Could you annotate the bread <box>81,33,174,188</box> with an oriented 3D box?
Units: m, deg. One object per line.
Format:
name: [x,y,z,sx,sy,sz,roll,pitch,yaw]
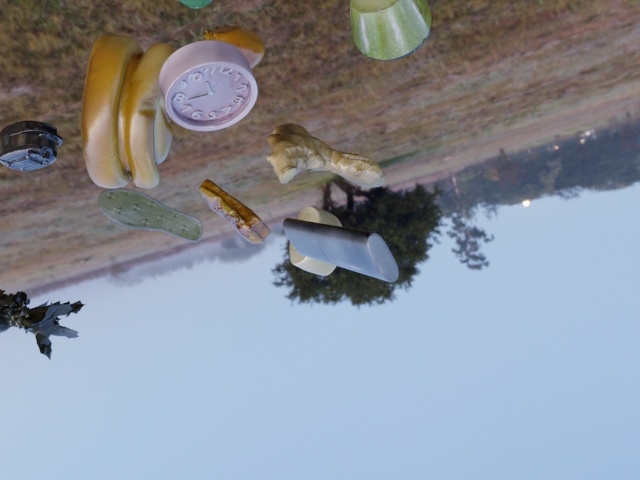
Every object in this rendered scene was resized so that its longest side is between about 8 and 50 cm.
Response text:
bread: [-0.548,-0.359,1.520,0.245,0.424,0.329,3,-166,-24]

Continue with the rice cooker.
rice cooker: [-0.738,-0.237,1.342,0.165,0.106,0.112,-7,167,25]

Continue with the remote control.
remote control: [0.027,0.010,1.106,0.044,0.107,0.377,-33,-161,-20]

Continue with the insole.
insole: [-0.474,-0.068,1.512,0.322,0.109,0.007,22,161,-38]

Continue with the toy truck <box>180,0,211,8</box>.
toy truck: [-0.281,-0.530,1.029,0.125,0.101,0.242,1,-142,-29]

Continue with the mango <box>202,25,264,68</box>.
mango: [-0.254,-0.572,1.583,0.154,0.126,0.252,25,-148,16]

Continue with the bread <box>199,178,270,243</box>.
bread: [-0.274,-0.091,1.655,0.077,0.271,0.139,-48,151,-8]

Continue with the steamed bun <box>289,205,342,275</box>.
steamed bun: [0.000,0.000,2.024,0.200,0.250,0.155,25,159,-38]

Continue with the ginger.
ginger: [-0.051,-0.241,1.400,0.348,0.122,0.363,6,-152,-49]

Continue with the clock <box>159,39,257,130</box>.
clock: [-0.236,-0.323,1.126,0.197,0.068,0.197,-17,153,-9]

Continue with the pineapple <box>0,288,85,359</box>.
pineapple: [-0.591,0.141,1.016,0.277,0.119,0.130,9,159,20]

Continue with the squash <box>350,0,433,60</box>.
squash: [0.133,-0.464,1.070,0.170,0.170,0.123,-15,154,18]
